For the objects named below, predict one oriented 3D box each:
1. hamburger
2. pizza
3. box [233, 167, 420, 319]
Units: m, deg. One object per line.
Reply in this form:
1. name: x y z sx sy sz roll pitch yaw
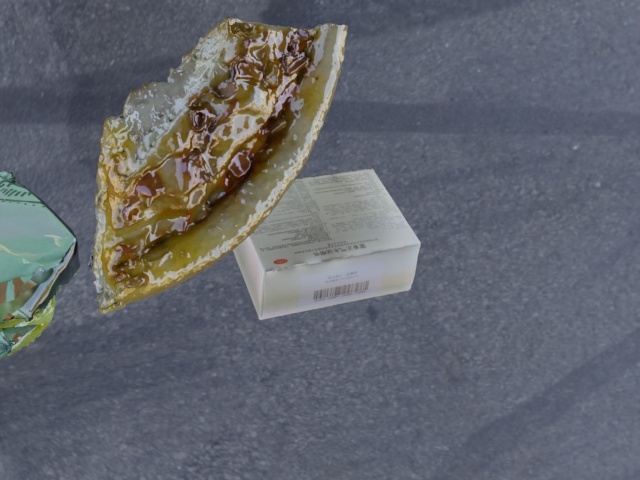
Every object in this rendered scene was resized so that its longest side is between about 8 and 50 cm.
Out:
1. hamburger: -0.322 0.044 0.672 0.214 0.125 0.235 -27 64 -36
2. pizza: -0.071 -0.066 0.542 0.271 0.056 0.134 -44 134 -22
3. box: 0.000 0.000 1.015 0.211 0.095 0.168 -9 43 -18
